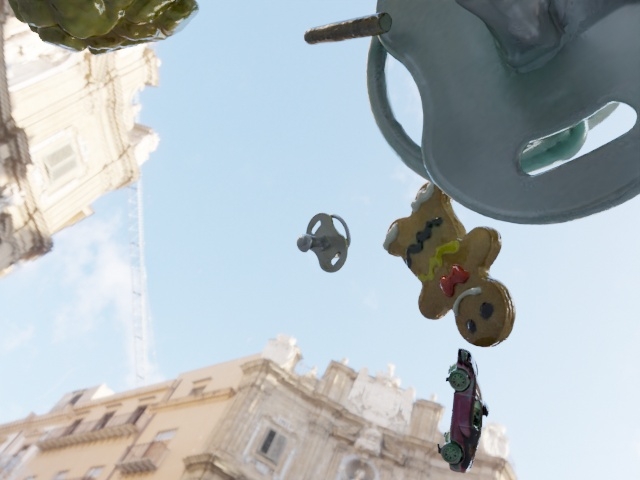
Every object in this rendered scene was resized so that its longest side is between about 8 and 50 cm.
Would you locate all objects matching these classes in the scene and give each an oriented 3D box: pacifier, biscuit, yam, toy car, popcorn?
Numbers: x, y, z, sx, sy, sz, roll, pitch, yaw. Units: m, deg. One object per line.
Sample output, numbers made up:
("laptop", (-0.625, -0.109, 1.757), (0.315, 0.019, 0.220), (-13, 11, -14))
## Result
("pacifier", (0.128, -0.180, 0.458), (0.288, 0.269, 0.344), (-30, -115, 30))
("biscuit", (0.165, 0.033, 0.755), (0.035, 0.240, 0.158), (4, -50, -34))
("yam", (0.023, -0.206, 0.574), (0.116, 0.021, 0.021), (12, -51, 48))
("pacifier", (0.000, 0.000, 0.734), (0.068, 0.064, 0.083), (-55, -126, 35))
("toy car", (0.171, 0.200, 0.688), (0.055, 0.069, 0.142), (5, -91, 16))
("popcorn", (-0.146, -0.182, 0.384), (0.120, 0.116, 0.106), (-27, -104, 26))
